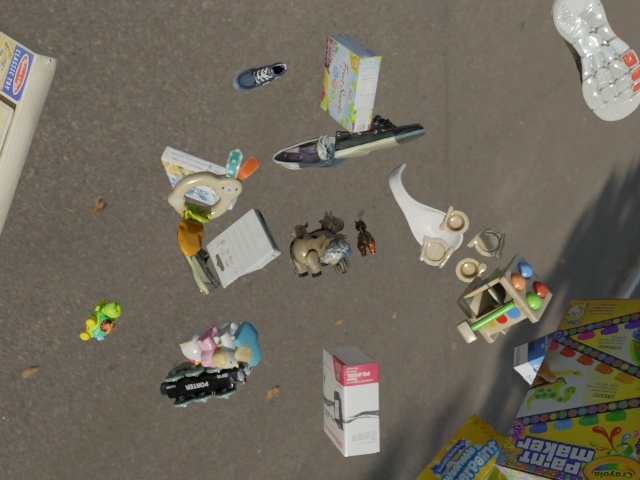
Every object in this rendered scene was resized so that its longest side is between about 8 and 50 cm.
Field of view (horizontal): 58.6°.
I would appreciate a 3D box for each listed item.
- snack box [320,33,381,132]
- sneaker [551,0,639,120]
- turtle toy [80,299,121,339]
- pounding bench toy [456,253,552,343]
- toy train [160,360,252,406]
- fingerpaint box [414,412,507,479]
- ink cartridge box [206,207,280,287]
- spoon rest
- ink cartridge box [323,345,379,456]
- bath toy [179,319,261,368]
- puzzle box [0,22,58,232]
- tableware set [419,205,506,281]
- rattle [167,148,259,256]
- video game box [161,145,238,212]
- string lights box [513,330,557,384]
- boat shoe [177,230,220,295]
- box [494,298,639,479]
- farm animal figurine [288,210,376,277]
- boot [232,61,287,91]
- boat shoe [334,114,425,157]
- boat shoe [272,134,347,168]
[{"bbox_3d":[0.076,-0.420,1.523,0.070,0.174,0.207,-16,134,-25],"label":"snack box"},{"bbox_3d":[0.303,-0.208,0.622,0.158,0.061,0.065,57,30,-19],"label":"sneaker"},{"bbox_3d":[-0.552,0.200,1.449,0.066,0.095,0.130,28,118,-13],"label":"turtle toy"},{"bbox_3d":[0.170,0.060,0.534,0.052,0.065,0.083,52,43,1],"label":"pounding bench toy"},{"bbox_3d":[-0.405,0.486,2.037,0.190,0.333,0.142,-38,111,-70],"label":"toy train"},{"bbox_3d":[0.387,0.711,1.383,0.444,0.371,0.163,-33,145,-32],"label":"fingerpaint box"},{"bbox_3d":[-0.206,0.024,1.515,0.179,0.146,0.045,-38,153,19],"label":"ink cartridge box"},{"bbox_3d":[0.276,-0.077,1.548,0.276,0.137,0.084,52,43,-3],"label":"spoon rest"},{"bbox_3d":[0.078,0.414,1.489,0.100,0.172,0.238,-3,95,-17],"label":"ink cartridge box"},{"bbox_3d":[-0.339,0.361,1.888,0.129,0.348,0.151,52,50,-23],"label":"bath toy"},{"bbox_3d":[-0.656,-0.206,1.049,0.409,0.272,0.052,-63,166,16],"label":"puzzle box"},{"bbox_3d":[0.307,0.014,1.238,0.141,0.168,0.020,-64,173,19],"label":"tableware set"},{"bbox_3d":[-0.210,-0.081,1.157,0.199,0.143,0.130,-23,122,10],"label":"rattle"},{"bbox_3d":[-0.320,-0.159,1.537,0.205,0.187,0.048,103,6,-70],"label":"video game box"},{"bbox_3d":[0.618,0.281,1.380,0.133,0.259,0.077,44,38,-14],"label":"string lights box"},{"bbox_3d":[-0.377,0.061,1.761,0.073,0.224,0.080,-23,164,-13],"label":"boat shoe"},{"bbox_3d":[0.409,0.273,0.722,0.290,0.177,0.279,53,58,-21],"label":"box"},{"bbox_3d":[0.000,0.000,1.882,0.326,0.330,0.172,-32,108,-54],"label":"farm animal figurine"},{"bbox_3d":[-0.202,-0.553,1.900,0.190,0.086,0.069,-36,110,-37],"label":"boot"},{"bbox_3d":[0.190,-0.366,1.933,0.127,0.339,0.113,-6,87,-51],"label":"boat shoe"},{"bbox_3d":[-0.028,-0.332,2.161,0.103,0.320,0.118,-7,93,-60],"label":"boat shoe"}]
